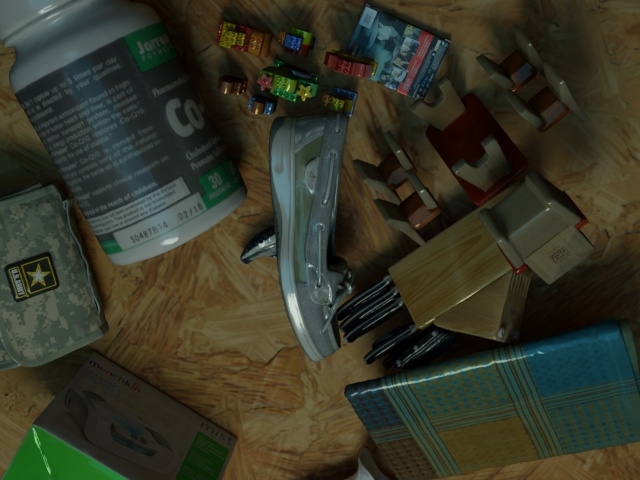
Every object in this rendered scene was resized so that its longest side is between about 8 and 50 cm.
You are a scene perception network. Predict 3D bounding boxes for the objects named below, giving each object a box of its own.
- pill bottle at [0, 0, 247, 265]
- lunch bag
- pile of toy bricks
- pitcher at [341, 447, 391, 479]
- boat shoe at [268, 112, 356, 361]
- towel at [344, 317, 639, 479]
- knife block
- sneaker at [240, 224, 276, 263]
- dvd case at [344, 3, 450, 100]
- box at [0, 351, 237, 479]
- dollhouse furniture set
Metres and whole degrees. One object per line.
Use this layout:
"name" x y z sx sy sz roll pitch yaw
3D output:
"pill bottle" -0.258 -0.168 1.163 0.204 0.204 0.361 -23 104 15
"lunch bag" -0.460 0.059 1.293 0.286 0.169 0.235 -14 102 5
"pile of toy bricks" -0.045 -0.205 1.163 0.212 0.105 0.118 18 110 8
"pitcher" 0.043 0.429 1.367 0.207 0.125 0.178 -42 106 13
"boat shoe" 0.000 -0.002 1.187 0.103 0.118 0.321 -5 96 8
"towel" 0.246 0.226 1.249 0.370 0.040 0.271 -14 135 14
"knife block" 0.151 0.046 1.227 0.242 0.088 0.276 13 85 29
"sneaker" -0.048 0.006 1.273 0.135 0.052 0.058 -27 107 16
"dvd case" 0.095 -0.240 1.188 0.119 0.013 0.087 24 110 -1
"box" -0.276 0.315 1.314 0.262 0.231 0.127 32 109 -3
"dollhouse furniture set" 0.211 -0.080 1.122 0.262 0.259 0.135 -39 139 15
